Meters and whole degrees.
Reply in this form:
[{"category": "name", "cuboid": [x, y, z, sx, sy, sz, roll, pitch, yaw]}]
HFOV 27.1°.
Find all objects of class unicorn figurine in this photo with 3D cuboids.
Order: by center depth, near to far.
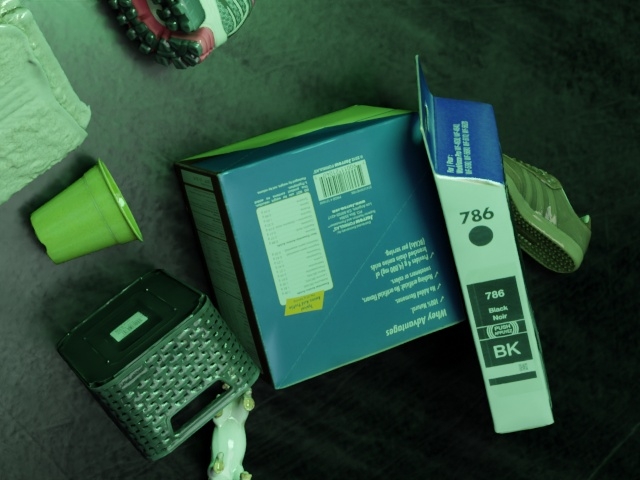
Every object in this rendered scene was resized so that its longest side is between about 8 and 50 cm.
[{"category": "unicorn figurine", "cuboid": [-0.093, 0.200, 1.247, 0.060, 0.111, 0.162, 23, 75, -6]}]

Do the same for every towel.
[{"category": "towel", "cuboid": [-0.323, -0.063, 1.078, 0.282, 0.049, 0.187, -40, 151, -10]}]

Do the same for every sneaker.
[{"category": "sneaker", "cuboid": [-0.165, -0.296, 1.134, 0.112, 0.120, 0.299, -46, 117, -33]}, {"category": "sneaker", "cuboid": [0.203, -0.047, 1.351, 0.188, 0.066, 0.071, 43, 55, -19]}]

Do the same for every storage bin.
[{"category": "storage bin", "cuboid": [-0.145, 0.103, 1.158, 0.122, 0.180, 0.084, -38, 109, -13]}]

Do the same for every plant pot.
[{"category": "plant pot", "cuboid": [-0.211, -0.018, 1.174, 0.079, 0.083, 0.083, -28, 108, -4]}]

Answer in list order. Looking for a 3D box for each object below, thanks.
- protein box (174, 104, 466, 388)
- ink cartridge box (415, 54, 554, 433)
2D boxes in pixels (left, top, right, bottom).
[{"category": "protein box", "cuboid": [0.000, 0.000, 1.225, 0.199, 0.136, 0.201, -19, 105, -19]}, {"category": "ink cartridge box", "cuboid": [0.154, 0.000, 1.233, 0.065, 0.165, 0.333, -12, 120, 10]}]
